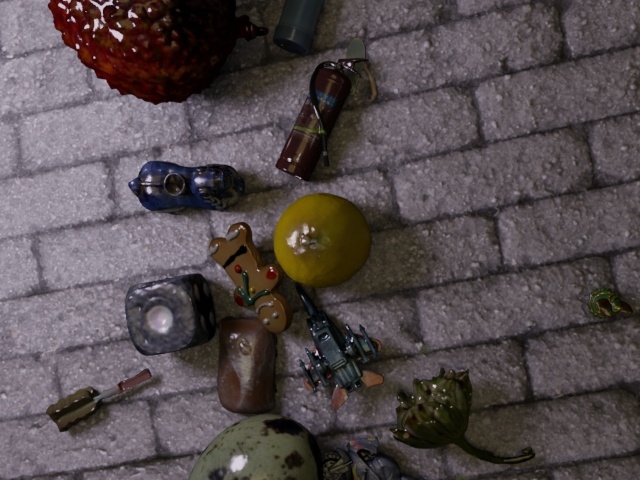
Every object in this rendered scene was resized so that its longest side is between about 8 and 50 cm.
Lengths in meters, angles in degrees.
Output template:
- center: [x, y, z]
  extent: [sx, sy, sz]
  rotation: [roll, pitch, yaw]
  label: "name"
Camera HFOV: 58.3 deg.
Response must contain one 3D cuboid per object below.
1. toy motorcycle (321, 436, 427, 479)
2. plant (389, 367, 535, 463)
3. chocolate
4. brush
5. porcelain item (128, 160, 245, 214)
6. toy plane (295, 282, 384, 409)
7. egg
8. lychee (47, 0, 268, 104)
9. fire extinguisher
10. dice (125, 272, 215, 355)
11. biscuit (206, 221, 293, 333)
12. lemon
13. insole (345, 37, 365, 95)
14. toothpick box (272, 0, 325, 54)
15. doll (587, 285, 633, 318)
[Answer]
- center: [0.142, 0.597, 1.429]
  extent: [0.307, 0.108, 0.173]
  rotation: [33, 87, 3]
  label: "toy motorcycle"
- center: [0.331, 0.480, 1.383]
  extent: [0.251, 0.180, 0.333]
  rotation: [-38, 89, 15]
  label: "plant"
- center: [-0.196, 0.329, 1.479]
  extent: [0.161, 0.083, 0.261]
  rotation: [-2, 90, 8]
  label: "chocolate"
- center: [-0.583, 0.414, 1.530]
  extent: [0.301, 0.071, 0.084]
  rotation: [-28, 98, 5]
  label: "brush"
- center: [-0.341, -0.134, 1.451]
  extent: [0.288, 0.186, 0.137]
  rotation: [2, 91, 7]
  label: "porcelain item"
- center: [0.016, 0.248, 1.446]
  extent: [0.223, 0.104, 0.326]
  rotation: [-32, 86, 6]
  label: "toy plane"
- center: [-0.166, 0.585, 1.368]
  extent: [0.379, 0.287, 0.287]
  rotation: [-41, 85, 1]
  label: "egg"
- center: [-0.374, -0.533, 1.354]
  extent: [0.500, 0.424, 0.424]
  rotation: [14, 91, -9]
  label: "lychee"
- center: [0.008, -0.317, 1.453]
  extent: [0.141, 0.105, 0.341]
  rotation: [26, 93, 10]
  label: "fire extinguisher"
- center: [-0.375, 0.184, 1.451]
  extent: [0.182, 0.183, 0.182]
  rotation: [-10, 89, 4]
  label: "dice"
- center: [-0.172, 0.102, 1.448]
  extent: [0.197, 0.049, 0.301]
  rotation: [-37, 83, 45]
  label: "biscuit"
- center: [0.000, 0.000, 1.395]
  extent: [0.241, 0.219, 0.240]
  rotation: [0, 91, 10]
  label: "lemon"
- center: [0.085, -0.455, 1.499]
  extent: [0.053, 0.002, 0.152]
  rotation: [14, 91, 6]
  label: "insole"
- center: [-0.053, -0.568, 1.467]
  extent: [0.101, 0.101, 0.153]
  rotation: [18, 90, 6]
  label: "toothpick box"
- center: [0.694, 0.142, 1.373]
  extent: [0.078, 0.113, 0.076]
  rotation: [8, 76, 6]
  label: "doll"
